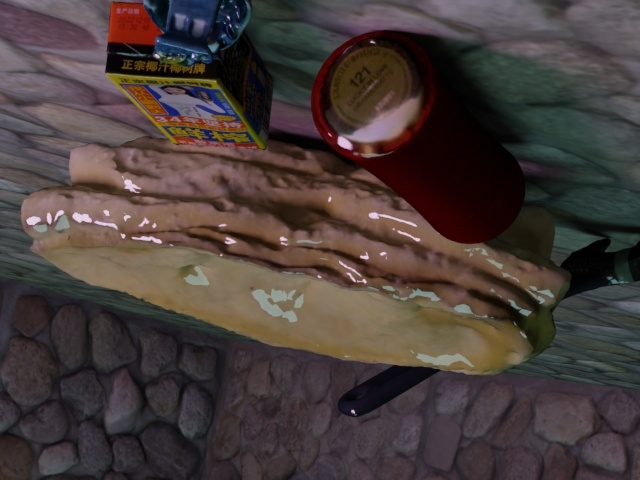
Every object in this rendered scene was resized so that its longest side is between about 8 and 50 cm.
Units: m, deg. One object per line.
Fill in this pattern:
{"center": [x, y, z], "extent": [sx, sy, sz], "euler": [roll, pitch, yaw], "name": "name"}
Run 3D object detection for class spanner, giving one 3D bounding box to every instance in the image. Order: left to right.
{"center": [0.150, 0.070, 1.173], "extent": [0.316, 0.024, 0.087], "euler": [-27, -159, -14], "name": "spanner"}

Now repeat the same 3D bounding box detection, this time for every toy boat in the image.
{"center": [-0.065, -0.121, 0.705], "extent": [0.060, 0.061, 0.137], "euler": [12, 170, -6], "name": "toy boat"}

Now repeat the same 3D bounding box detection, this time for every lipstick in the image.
{"center": [0.070, -0.059, 0.875], "extent": [0.080, 0.080, 0.241], "euler": [7, 171, 23], "name": "lipstick"}

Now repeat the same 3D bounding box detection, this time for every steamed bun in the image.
{"center": [0.000, 0.000, 1.134], "extent": [0.428, 0.189, 0.247], "euler": [9, 148, 14], "name": "steamed bun"}

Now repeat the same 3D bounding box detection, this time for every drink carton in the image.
{"center": [-0.078, -0.103, 0.861], "extent": [0.071, 0.056, 0.165], "euler": [2, 170, 8], "name": "drink carton"}
